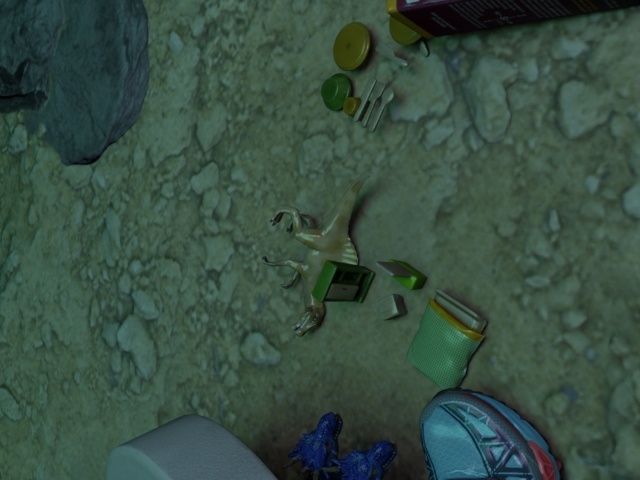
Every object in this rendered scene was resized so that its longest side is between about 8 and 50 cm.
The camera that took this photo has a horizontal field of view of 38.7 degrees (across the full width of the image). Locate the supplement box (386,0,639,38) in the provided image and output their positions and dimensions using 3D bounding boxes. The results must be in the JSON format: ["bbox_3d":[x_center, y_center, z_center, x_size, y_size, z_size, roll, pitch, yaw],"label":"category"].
[{"bbox_3d":[0.153,-0.233,0.729,0.188,0.081,0.104,-1,84,32],"label":"supplement box"}]

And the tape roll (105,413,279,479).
[{"bbox_3d":[-0.066,0.337,0.770,0.392,0.072,0.392,39,141,41],"label":"tape roll"}]

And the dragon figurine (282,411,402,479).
[{"bbox_3d":[-0.008,0.263,0.794,0.085,0.144,0.289,45,114,35],"label":"dragon figurine"}]

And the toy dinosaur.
[{"bbox_3d":[0.000,0.000,0.887,0.092,0.053,0.183,29,113,23],"label":"toy dinosaur"}]

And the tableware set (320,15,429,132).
[{"bbox_3d":[0.056,-0.184,0.865,0.104,0.024,0.154,39,112,40],"label":"tableware set"}]

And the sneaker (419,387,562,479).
[{"bbox_3d":[0.131,0.235,0.688,0.104,0.125,0.262,-34,65,33],"label":"sneaker"}]

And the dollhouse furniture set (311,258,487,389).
[{"bbox_3d":[0.067,0.065,0.804,0.151,0.058,0.076,35,109,38],"label":"dollhouse furniture set"}]
